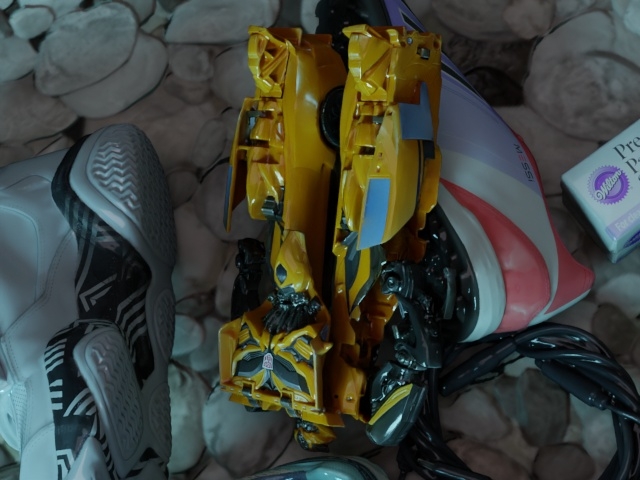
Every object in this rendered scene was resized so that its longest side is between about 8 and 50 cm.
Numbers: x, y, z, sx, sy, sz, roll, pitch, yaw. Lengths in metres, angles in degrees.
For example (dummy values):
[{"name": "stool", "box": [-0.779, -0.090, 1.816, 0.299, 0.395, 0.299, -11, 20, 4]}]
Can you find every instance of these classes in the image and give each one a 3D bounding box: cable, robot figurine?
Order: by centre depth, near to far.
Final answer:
[{"name": "robot figurine", "box": [0.000, 0.000, 1.135, 0.211, 0.085, 0.291, 6, 91, 48]}, {"name": "cable", "box": [0.146, 0.127, 1.164, 0.184, 0.047, 0.150, 6, 69, 13]}]

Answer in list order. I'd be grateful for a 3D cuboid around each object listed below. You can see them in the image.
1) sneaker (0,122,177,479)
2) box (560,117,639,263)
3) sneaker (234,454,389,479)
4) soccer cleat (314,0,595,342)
[{"name": "sneaker", "box": [-0.216, 0.081, 1.151, 0.210, 0.137, 0.366, -9, 49, 11]}, {"name": "box", "box": [0.319, -0.108, 1.193, 0.324, 0.063, 0.067, -35, 72, -3]}, {"name": "sneaker", "box": [-0.086, 0.211, 1.127, 0.283, 0.122, 0.110, -25, 71, 1]}, {"name": "soccer cleat", "box": [0.089, -0.073, 1.211, 0.116, 0.108, 0.318, -9, 60, -25]}]
